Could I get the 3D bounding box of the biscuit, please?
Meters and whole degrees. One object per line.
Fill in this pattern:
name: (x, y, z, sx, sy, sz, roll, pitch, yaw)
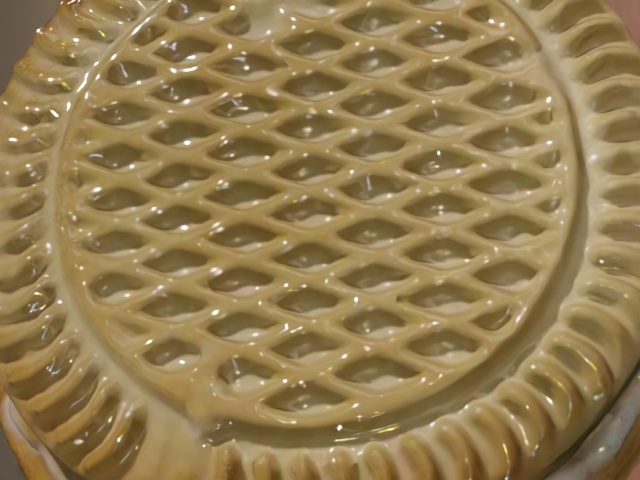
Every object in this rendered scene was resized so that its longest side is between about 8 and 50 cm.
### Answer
biscuit: (0.000, 0.000, 0.577, 0.079, 0.259, 0.259, 71, -170, -64)
